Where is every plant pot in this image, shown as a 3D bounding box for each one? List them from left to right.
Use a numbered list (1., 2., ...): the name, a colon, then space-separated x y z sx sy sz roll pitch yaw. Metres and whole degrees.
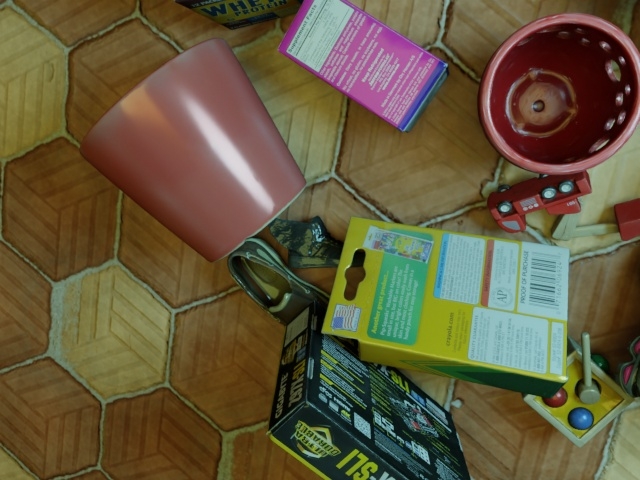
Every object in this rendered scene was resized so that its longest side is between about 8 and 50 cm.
1. plant pot: -0.167 -0.119 0.833 0.274 0.275 0.243 -37 101 16
2. plant pot: 0.305 -0.186 0.740 0.190 0.174 0.191 2 100 14

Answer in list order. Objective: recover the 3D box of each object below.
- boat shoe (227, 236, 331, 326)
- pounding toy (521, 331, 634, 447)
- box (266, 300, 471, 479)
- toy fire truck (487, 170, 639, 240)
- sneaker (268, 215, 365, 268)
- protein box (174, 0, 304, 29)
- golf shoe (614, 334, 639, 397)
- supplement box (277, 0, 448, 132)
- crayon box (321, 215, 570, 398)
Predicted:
1. boat shoe: -0.056 0.104 0.917 0.257 0.095 0.095 39 106 4
2. pounding toy: 0.383 0.212 0.829 0.130 0.100 0.141 40 106 3
3. box: 0.079 0.261 0.791 0.322 0.257 0.079 41 105 -13
4. toy fire truck: 0.357 -0.042 0.807 0.191 0.047 0.135 -20 124 32
5. sneaker: 0.000 0.000 0.907 0.170 0.051 0.089 -2 90 6
6. protein box: -0.122 -0.433 0.784 0.135 0.200 0.201 -8 98 15
7. golf shoe: 0.500 0.100 0.746 0.105 0.120 0.273 18 83 -9
8. supplement box: 0.066 -0.263 0.816 0.220 0.111 0.114 36 106 6
9. crayon box: 0.182 0.089 0.809 0.322 0.083 0.203 10 60 11
